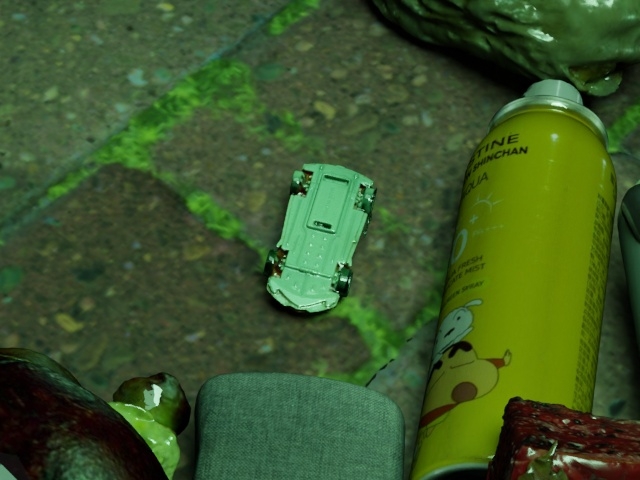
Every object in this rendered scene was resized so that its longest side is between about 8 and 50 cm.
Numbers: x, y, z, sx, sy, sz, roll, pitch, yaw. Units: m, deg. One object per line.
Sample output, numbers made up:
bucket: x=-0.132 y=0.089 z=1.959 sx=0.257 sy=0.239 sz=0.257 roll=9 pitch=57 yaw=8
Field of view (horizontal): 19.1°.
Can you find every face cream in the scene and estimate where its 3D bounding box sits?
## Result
face cream: x=0.132 y=0.030 z=1.218 sx=0.105 sy=0.105 sz=0.348 roll=13 pitch=50 yaw=2

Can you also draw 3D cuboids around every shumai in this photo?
shumai: x=0.142 y=-0.239 z=1.359 sx=0.256 sy=0.218 sz=0.189 roll=22 pitch=57 yaw=33

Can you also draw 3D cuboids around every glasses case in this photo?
glasses case: x=-0.023 y=0.218 z=1.058 sx=0.131 sy=0.074 sz=0.323 roll=8 pitch=50 yaw=-3

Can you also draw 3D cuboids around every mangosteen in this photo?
mangosteen: x=-0.151 y=0.154 z=1.005 sx=0.231 sy=0.231 sz=0.289 roll=38 pitch=42 yaw=21

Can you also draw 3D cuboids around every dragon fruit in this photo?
dragon fruit: x=0.143 y=0.169 z=1.022 sx=0.120 sy=0.161 sz=0.127 roll=14 pitch=17 yaw=2

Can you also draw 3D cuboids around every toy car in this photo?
toy car: x=0.000 y=0.000 z=1.269 sx=0.059 sy=0.035 sz=0.122 roll=14 pitch=58 yaw=3

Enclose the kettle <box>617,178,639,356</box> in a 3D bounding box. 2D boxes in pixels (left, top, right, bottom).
kettle: x=0.292 y=0.071 z=1.190 sx=0.210 sy=0.160 sz=0.243 roll=17 pitch=43 yaw=-28
